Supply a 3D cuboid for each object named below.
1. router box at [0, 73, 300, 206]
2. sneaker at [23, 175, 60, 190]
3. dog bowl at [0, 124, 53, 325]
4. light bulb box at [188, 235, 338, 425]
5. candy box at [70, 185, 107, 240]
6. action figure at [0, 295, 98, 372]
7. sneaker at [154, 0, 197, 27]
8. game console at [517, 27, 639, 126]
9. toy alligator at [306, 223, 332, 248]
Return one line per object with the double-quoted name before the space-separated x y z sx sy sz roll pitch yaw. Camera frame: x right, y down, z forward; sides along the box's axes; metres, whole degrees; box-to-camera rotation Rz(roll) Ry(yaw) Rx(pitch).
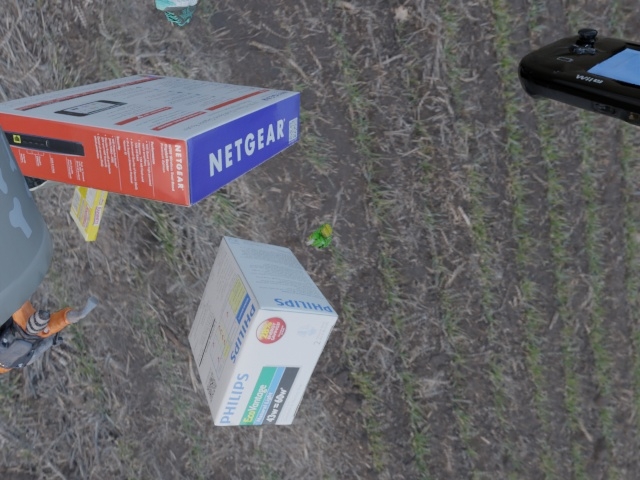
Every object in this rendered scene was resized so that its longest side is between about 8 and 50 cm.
"router box" -0.229 -0.164 0.784 0.335 0.300 0.082 -47 145 -58
"sneaker" -0.599 -0.173 1.238 0.271 0.107 0.101 -24 100 -44
"dog bowl" -0.351 -0.018 0.312 0.348 0.349 0.102 -8 120 -26
"light bulb box" -0.173 0.236 1.463 0.225 0.361 0.358 10 113 -30
"candy box" -0.478 -0.112 1.141 0.027 0.105 0.206 -6 131 -46
"action figure" -0.761 0.202 1.320 0.341 0.179 0.330 28 117 -37
"sneaker" -0.312 -0.501 1.191 0.064 0.166 0.076 24 119 2
"game console" 0.268 -0.050 0.273 0.213 0.361 0.044 -22 130 -38
"toy alligator" 0.000 0.000 1.496 0.056 0.190 0.051 -32 97 18
